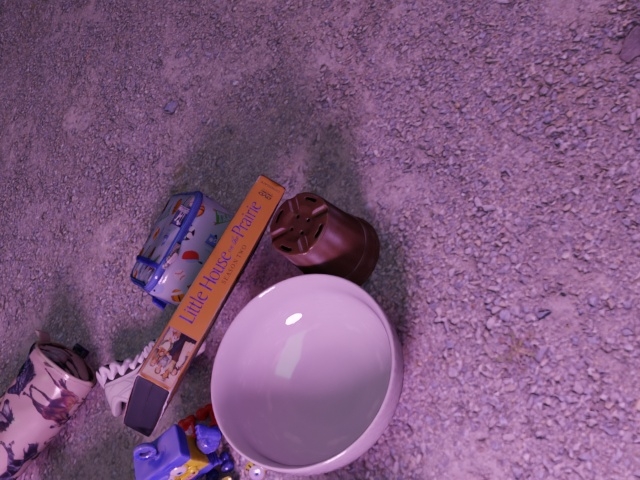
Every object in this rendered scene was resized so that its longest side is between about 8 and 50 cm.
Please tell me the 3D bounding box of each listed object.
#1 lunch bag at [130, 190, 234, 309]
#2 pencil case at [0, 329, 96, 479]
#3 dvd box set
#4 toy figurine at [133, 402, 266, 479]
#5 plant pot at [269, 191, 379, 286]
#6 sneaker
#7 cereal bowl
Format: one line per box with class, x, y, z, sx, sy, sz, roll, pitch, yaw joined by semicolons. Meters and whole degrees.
lunch bag;-0.303;0.020;1.335;0.243;0.115;0.303;-61;21;-9
pencil case;-0.693;0.411;1.444;0.183;0.160;0.410;42;94;30
dvd box set;-0.207;0.118;1.129;0.420;0.062;0.307;-64;4;-35
toy figurine;-0.279;0.389;1.151;0.362;0.217;0.191;-36;53;13
plant pot;0.000;0.000;1.187;0.167;0.165;0.167;-14;62;28
sneaker;-0.345;0.280;1.328;0.292;0.110;0.118;-30;64;26
cereal bowl;-0.010;0.234;1.089;0.339;0.141;0.339;-12;59;21
